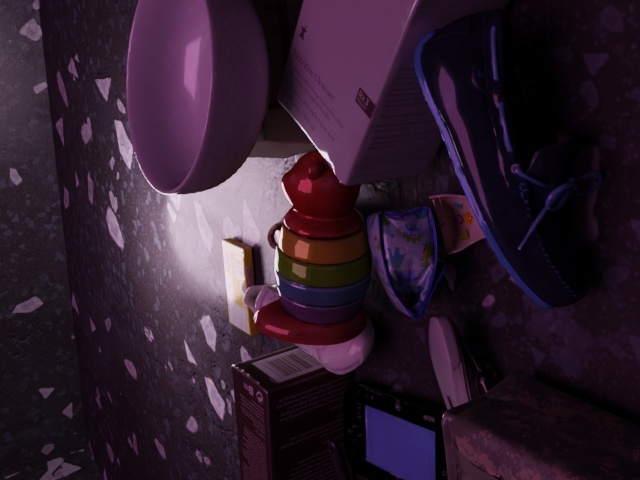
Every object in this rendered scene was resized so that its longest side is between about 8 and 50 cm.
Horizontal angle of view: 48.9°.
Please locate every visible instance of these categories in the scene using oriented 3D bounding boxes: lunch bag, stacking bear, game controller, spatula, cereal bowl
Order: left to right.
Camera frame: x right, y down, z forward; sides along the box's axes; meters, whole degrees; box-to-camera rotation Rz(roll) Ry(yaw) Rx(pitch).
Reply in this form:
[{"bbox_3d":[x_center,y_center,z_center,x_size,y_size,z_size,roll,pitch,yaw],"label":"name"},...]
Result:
[{"bbox_3d":[-0.174,-0.238,1.065,0.339,0.141,0.338,6,97,55],"label":"cereal bowl"},{"bbox_3d":[0.000,0.000,1.083,0.164,0.175,0.288,18,120,30],"label":"stacking bear"},{"bbox_3d":[0.062,0.455,1.278,0.084,0.030,0.296,31,151,48],"label":"spatula"},{"bbox_3d":[0.137,0.334,1.146,0.319,0.067,0.166,4,105,56],"label":"game controller"},{"bbox_3d":[0.120,0.031,0.991,0.129,0.096,0.151,153,112,-89],"label":"lunch bag"},{"bbox_3d":[0.281,0.339,0.837,0.235,0.169,0.286,20,124,53],"label":"lunch bag"}]

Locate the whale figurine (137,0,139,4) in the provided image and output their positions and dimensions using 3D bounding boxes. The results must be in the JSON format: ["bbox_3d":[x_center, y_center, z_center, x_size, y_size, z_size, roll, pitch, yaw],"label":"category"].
[{"bbox_3d":[-0.338,-0.492,1.494,0.272,0.141,0.216,48,139,37],"label":"whale figurine"}]

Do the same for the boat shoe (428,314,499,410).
[{"bbox_3d":[0.209,0.203,0.983,0.078,0.070,0.219,-171,64,-79],"label":"boat shoe"}]

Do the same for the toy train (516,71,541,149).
[{"bbox_3d":[0.239,-0.119,0.840,0.027,0.036,0.158,24,121,52],"label":"toy train"}]

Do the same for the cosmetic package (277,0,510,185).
[{"bbox_3d":[0.094,-0.284,0.892,0.217,0.156,0.385,54,143,34],"label":"cosmetic package"}]

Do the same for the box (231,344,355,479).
[{"bbox_3d":[-0.045,0.399,1.340,0.143,0.191,0.381,21,118,53],"label":"box"}]

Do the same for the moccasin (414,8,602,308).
[{"bbox_3d":[0.218,-0.083,0.761,0.117,0.138,0.342,-23,102,34],"label":"moccasin"}]

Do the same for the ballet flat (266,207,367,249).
[{"bbox_3d":[-0.018,-0.013,1.239,0.248,0.086,0.086,-7,96,57],"label":"ballet flat"}]

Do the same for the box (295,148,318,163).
[{"bbox_3d":[0.007,-0.147,1.198,0.162,0.029,0.116,9,108,58],"label":"box"}]

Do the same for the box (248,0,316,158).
[{"bbox_3d":[-0.079,-0.262,1.165,0.149,0.127,0.232,-9,85,57],"label":"box"}]

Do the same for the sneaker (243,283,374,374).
[{"bbox_3d":[-0.031,0.149,1.244,0.305,0.152,0.114,15,81,53],"label":"sneaker"}]

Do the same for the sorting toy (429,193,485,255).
[{"bbox_3d":[0.195,-0.028,0.944,0.075,0.045,0.083,-11,94,51],"label":"sorting toy"}]

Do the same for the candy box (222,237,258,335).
[{"bbox_3d":[-0.180,0.104,1.586,0.105,0.027,0.205,22,120,55],"label":"candy box"}]
